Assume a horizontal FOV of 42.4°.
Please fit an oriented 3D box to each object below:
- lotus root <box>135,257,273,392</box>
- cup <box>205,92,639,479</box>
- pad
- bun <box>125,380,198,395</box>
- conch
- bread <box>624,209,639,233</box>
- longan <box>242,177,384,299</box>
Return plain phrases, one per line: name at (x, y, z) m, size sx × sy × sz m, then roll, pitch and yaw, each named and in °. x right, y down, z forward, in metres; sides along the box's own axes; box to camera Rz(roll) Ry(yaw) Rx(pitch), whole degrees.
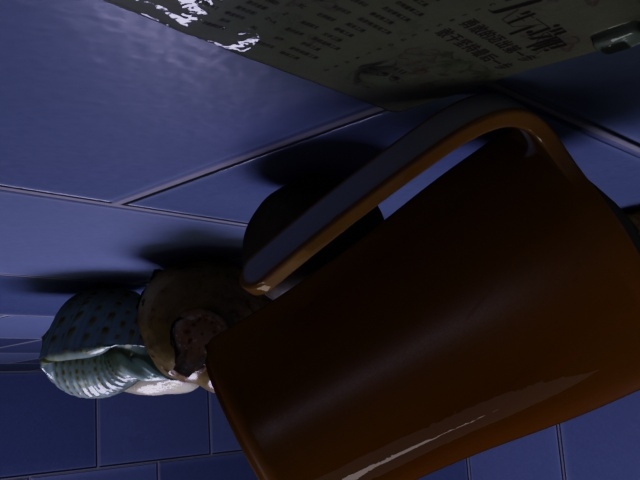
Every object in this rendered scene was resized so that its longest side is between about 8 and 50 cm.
lotus root at (-0.126, 0.089, 0.913) m, size 0.154 × 0.140 × 0.257 m, roll 28°, pitch 171°, yaw -8°
cup at (0.063, 0.043, 0.503) m, size 0.264 × 0.182 × 0.226 m, roll -29°, pitch 125°, yaw -5°
pad at (0.020, -0.099, 0.335) m, size 0.159 × 0.009 × 0.265 m, roll -12°, pitch 166°, yaw 39°
bun at (-0.326, 0.215, 1.537) m, size 0.237 × 0.116 × 0.210 m, roll 6°, pitch -179°, yaw 41°
conch at (-0.263, 0.121, 1.047) m, size 0.199 × 0.131 × 0.172 m, roll -9°, pitch 144°, yaw 1°
bread at (0.340, -0.014, 0.773) m, size 0.157 × 0.044 × 0.052 m, roll -13°, pitch 162°, yaw 39°
longan at (0.000, 0.000, 0.614) m, size 0.106 × 0.106 × 0.119 m, roll -12°, pitch -172°, yaw 37°
